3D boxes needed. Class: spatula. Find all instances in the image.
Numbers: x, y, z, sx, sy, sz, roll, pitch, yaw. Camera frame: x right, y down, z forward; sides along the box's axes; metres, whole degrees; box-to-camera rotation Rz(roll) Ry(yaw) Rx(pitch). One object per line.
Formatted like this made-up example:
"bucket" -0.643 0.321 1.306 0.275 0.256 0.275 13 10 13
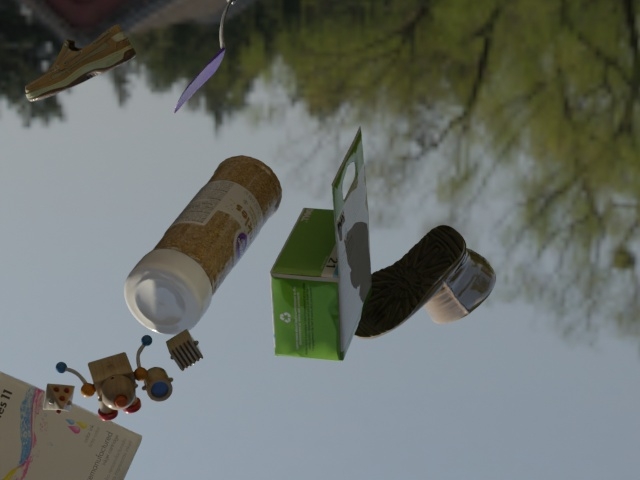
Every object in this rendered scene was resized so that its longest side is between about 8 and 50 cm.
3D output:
"spatula" -0.121 -0.299 2.003 0.030 0.296 0.084 25 159 -6

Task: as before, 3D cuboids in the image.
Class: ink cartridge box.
"ink cartridge box" 0.000 0.000 1.953 0.097 0.255 0.189 3 -152 13
"ink cartridge box" -0.460 0.299 2.134 0.353 0.207 0.119 25 170 -12

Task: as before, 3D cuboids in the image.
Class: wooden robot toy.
"wooden robot toy" -0.199 0.154 1.532 0.173 0.076 0.079 -17 -156 -10

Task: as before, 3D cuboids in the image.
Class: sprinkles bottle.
"sprinkles bottle" -0.170 0.000 2.251 0.121 0.121 0.355 6 -148 18

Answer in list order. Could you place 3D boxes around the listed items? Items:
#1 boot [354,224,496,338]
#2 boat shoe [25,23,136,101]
"boot" 0.165 0.093 2.360 0.236 0.089 0.269 -37 159 3
"boat shoe" -0.385 -0.282 2.347 0.190 0.072 0.068 -24 -169 8
